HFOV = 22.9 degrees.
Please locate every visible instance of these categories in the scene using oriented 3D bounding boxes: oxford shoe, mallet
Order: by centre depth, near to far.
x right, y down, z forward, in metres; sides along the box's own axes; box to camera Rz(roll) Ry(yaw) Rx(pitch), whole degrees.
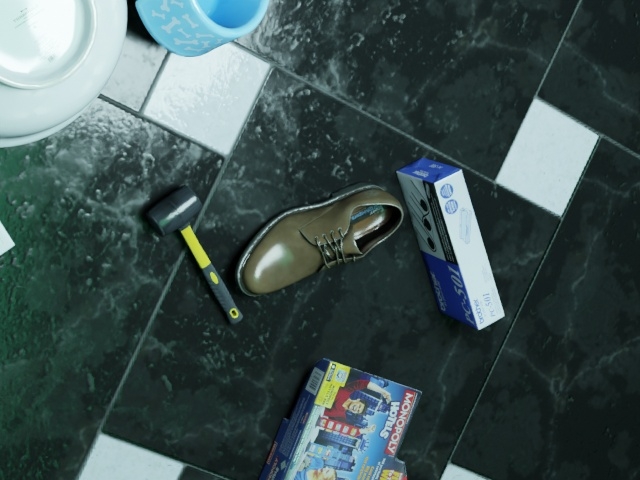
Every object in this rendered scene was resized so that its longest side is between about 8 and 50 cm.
[{"bbox_3d":[-0.148,0.028,1.877,0.062,0.039,0.189,-30,117,-20],"label":"mallet"},{"bbox_3d":[0.000,0.000,1.910,0.227,0.096,0.083,-32,116,-16],"label":"oxford shoe"}]

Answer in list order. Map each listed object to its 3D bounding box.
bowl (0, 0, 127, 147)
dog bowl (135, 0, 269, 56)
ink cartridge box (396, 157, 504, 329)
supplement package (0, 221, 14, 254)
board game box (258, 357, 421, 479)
[{"bbox_3d":[-0.323,-0.237,1.668,0.298,0.134,0.298,-6,104,-25],"label":"bowl"},{"bbox_3d":[-0.147,-0.347,1.731,0.166,0.074,0.297,-41,118,-41],"label":"dog bowl"},{"bbox_3d":[0.164,0.004,1.992,0.046,0.097,0.207,-27,112,-19],"label":"ink cartridge box"},{"bbox_3d":[-0.469,0.008,1.645,0.244,0.139,0.134,-36,116,-16],"label":"supplement package"},{"bbox_3d":[0.043,0.262,2.011,0.194,0.060,0.194,22,91,-30],"label":"board game box"}]
